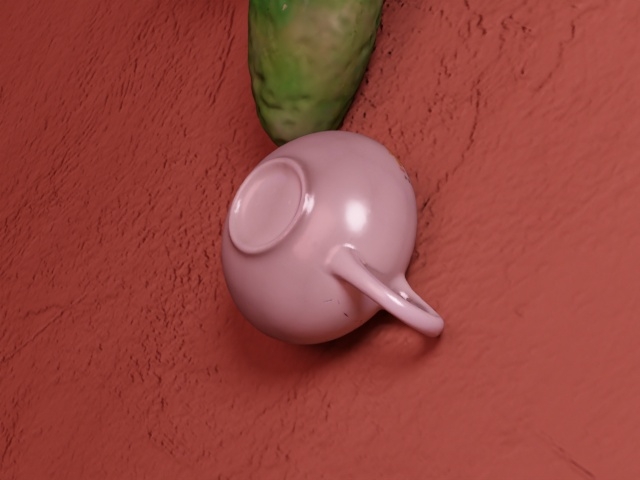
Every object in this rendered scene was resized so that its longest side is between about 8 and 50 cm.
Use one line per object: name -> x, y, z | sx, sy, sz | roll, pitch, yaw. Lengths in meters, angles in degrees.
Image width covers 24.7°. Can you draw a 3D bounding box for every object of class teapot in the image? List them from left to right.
teapot -> 0.000, 0.000, 0.940 | 0.145, 0.092, 0.226 | -56, 41, 8

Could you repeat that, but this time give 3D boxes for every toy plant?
toy plant -> -0.001, -0.290, 1.050 | 0.317, 0.211, 0.356 | 106, 153, -43
